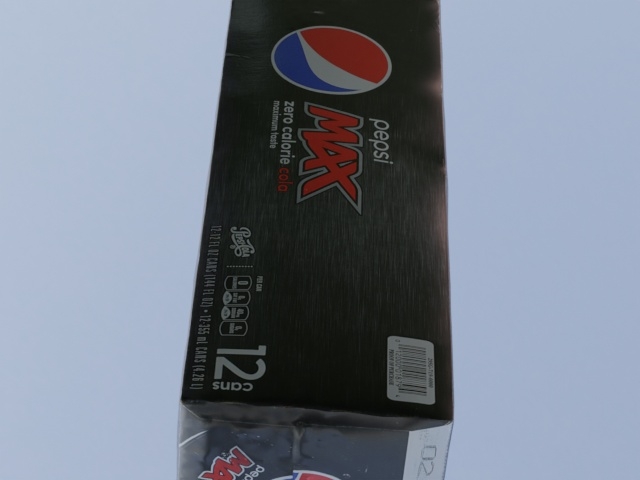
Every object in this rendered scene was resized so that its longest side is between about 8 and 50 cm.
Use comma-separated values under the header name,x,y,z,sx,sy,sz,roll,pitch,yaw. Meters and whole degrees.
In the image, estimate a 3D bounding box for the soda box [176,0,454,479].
name,x,y,z,sx,sy,sz,roll,pitch,yaw
soda box,0.000,0.000,0.422,0.053,0.060,0.169,5,-140,-1
